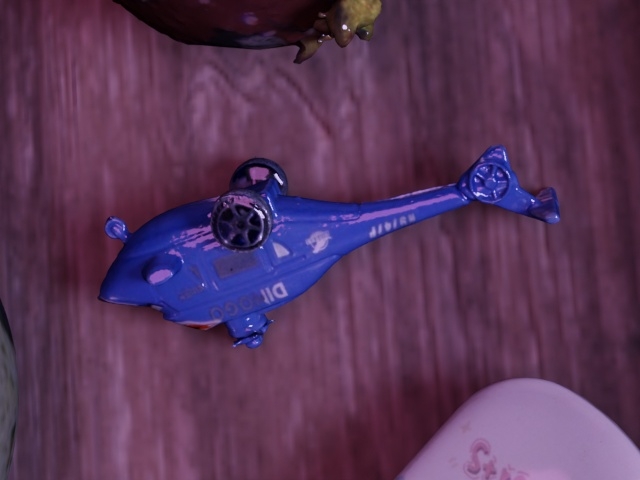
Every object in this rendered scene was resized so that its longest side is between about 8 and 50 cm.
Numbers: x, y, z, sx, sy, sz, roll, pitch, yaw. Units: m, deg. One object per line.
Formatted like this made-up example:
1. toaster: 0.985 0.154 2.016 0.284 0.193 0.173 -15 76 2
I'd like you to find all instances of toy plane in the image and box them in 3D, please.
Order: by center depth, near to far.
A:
1. toy plane: 0.000 0.000 0.668 0.167 0.054 0.062 -16 104 11

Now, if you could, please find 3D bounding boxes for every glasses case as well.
1. glasses case: 0.029 0.136 0.637 0.081 0.051 0.204 40 92 15

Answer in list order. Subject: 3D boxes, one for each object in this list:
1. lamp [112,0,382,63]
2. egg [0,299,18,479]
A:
1. lamp: -0.026 -0.145 0.650 0.135 0.156 0.157 -27 114 -30
2. egg: -0.195 0.075 0.632 0.177 0.177 0.228 19 100 14
